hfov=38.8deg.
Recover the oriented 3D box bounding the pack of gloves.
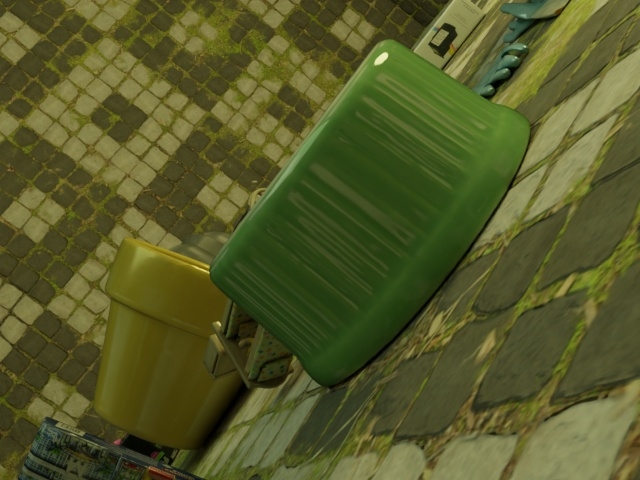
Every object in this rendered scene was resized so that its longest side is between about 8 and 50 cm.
[{"bbox_3d":[0.237,-0.262,1.157,0.195,0.046,0.232,-52,5,-1],"label":"pack of gloves"}]

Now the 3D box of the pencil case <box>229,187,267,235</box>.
[{"bbox_3d":[-0.166,0.055,1.965,0.410,0.160,0.183,-48,15,43],"label":"pencil case"}]

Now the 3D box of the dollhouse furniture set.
[{"bbox_3d":[-0.027,0.101,1.025,0.161,0.101,0.182,-16,-35,-30],"label":"dollhouse furniture set"}]

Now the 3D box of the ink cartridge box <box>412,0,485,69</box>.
[{"bbox_3d":[0.266,-0.438,1.948,0.175,0.072,0.127,-51,5,15],"label":"ink cartridge box"}]

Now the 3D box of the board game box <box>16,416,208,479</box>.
[{"bbox_3d":[-0.244,0.314,0.961,0.060,0.194,0.194,158,135,-82],"label":"board game box"}]

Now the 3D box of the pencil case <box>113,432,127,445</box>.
[{"bbox_3d":[-0.349,0.390,1.743,0.209,0.095,0.098,-46,39,48],"label":"pencil case"}]

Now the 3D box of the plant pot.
[{"bbox_3d":[-0.196,0.149,1.267,0.254,0.254,0.239,-172,103,-84],"label":"plant pot"}]

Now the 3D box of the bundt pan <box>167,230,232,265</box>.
[{"bbox_3d":[-0.227,0.117,1.597,0.331,0.124,0.331,-44,-22,-23],"label":"bundt pan"}]

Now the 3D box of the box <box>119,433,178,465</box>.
[{"bbox_3d":[-0.282,0.341,1.484,0.062,0.083,0.052,-51,5,20],"label":"box"}]

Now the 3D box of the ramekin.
[{"bbox_3d":[0.033,-0.033,0.822,0.303,0.148,0.303,-52,5,6],"label":"ramekin"}]
